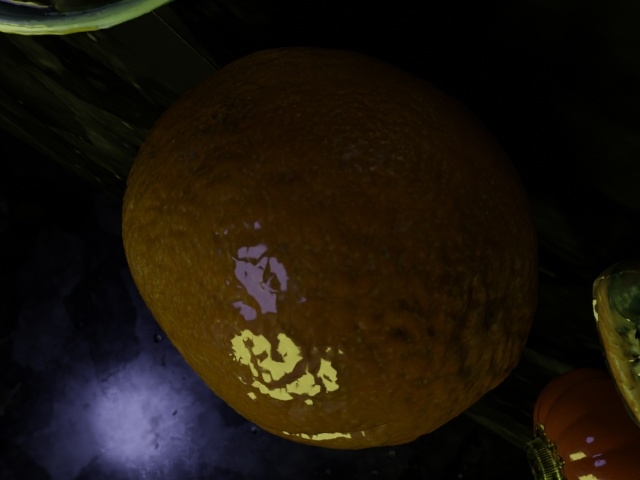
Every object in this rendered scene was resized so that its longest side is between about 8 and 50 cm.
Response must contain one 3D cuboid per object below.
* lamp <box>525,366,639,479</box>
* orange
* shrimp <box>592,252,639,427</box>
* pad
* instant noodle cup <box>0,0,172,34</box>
[{"bbox_3d":[0.391,0.286,1.167,0.223,0.196,0.223,160,90,-87],"label":"lamp"},{"bbox_3d":[0.000,0.000,0.704,0.357,0.322,0.322,31,170,41],"label":"orange"},{"bbox_3d":[0.304,0.109,0.715,0.054,0.222,0.290,-12,160,-2],"label":"shrimp"},{"bbox_3d":[-0.218,-0.250,0.982,0.267,0.004,0.181,41,166,-35],"label":"pad"},{"bbox_3d":[-0.139,-0.241,0.366,0.215,0.216,0.236,30,161,11],"label":"instant noodle cup"}]
